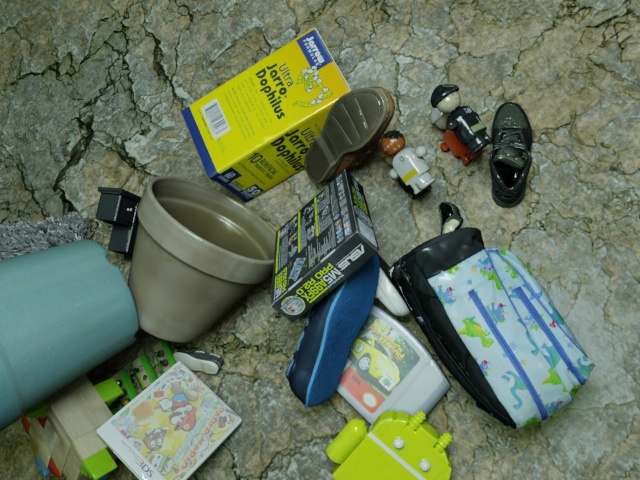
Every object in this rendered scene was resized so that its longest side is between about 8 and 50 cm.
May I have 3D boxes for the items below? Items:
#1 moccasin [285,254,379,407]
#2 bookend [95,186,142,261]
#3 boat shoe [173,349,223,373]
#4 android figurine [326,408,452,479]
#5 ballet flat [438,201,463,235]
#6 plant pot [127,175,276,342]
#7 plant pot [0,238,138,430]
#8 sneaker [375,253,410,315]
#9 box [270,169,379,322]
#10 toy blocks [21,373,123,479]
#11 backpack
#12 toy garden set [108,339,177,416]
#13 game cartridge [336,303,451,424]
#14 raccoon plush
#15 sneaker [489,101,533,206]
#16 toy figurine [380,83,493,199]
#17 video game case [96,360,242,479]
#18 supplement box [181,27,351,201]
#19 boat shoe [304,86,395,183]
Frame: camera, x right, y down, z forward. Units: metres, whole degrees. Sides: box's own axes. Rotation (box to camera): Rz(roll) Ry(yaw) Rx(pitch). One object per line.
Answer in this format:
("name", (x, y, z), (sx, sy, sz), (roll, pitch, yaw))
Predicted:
("moccasin", (0.002, 0.161, 0.995), (0.117, 0.138, 0.342), (31, 102, 42))
("bookend", (-0.488, -0.036, 1.253), (0.072, 0.157, 0.156), (6, 79, 19))
("boat shoe", (-0.286, 0.279, 1.185), (0.125, 0.038, 0.046), (5, 121, 23))
("android figurine", (0.138, 0.446, 0.974), (0.248, 0.056, 0.273), (41, 104, 6))
("ballet flat", (0.256, -0.039, 1.022), (0.049, 0.173, 0.057), (38, 109, 1))
("plant pot", (-0.282, 0.060, 1.116), (0.323, 0.323, 0.280), (38, 108, 21))
("plant pot", (-0.575, 0.167, 0.994), (0.341, 0.334, 0.341), (22, 124, 36))
("sneaker", (0.077, 0.071, 1.092), (0.123, 0.106, 0.290), (-45, 60, 10))
("box", (0.000, 0.000, 0.984), (0.060, 0.270, 0.216), (40, 111, -22))
("toy blocks", (-0.593, 0.429, 1.161), (0.381, 0.191, 0.261), (44, 125, 21))
("backpack", (0.304, 0.159, 0.911), (0.273, 0.290, 0.355), (-18, 79, -3))
("toy garden set", (-0.428, 0.387, 1.198), (0.244, 0.049, 0.204), (-36, 70, 7))
("game cartridge", (0.114, 0.254, 1.060), (0.294, 0.060, 0.196), (40, 88, 21))
("raccoon plush", (-0.671, 0.025, 1.161), (0.299, 0.446, 0.216), (-26, 96, -24))
("sneaker", (0.392, -0.194, 1.032), (0.087, 0.130, 0.227), (6, 78, 16))
("toy figurine", (0.226, -0.199, 1.039), (0.209, 0.213, 0.148), (-35, 85, 10))
("video game case", (-0.320, 0.402, 1.089), (0.206, 0.026, 0.227), (38, 48, 14))
("supplement box", (-0.099, -0.276, 1.165), (0.356, 0.194, 0.195), (-29, 71, 9))
("boat shoe", (0.071, -0.226, 1.060), (0.104, 0.307, 0.111), (-18, 82, -32))
